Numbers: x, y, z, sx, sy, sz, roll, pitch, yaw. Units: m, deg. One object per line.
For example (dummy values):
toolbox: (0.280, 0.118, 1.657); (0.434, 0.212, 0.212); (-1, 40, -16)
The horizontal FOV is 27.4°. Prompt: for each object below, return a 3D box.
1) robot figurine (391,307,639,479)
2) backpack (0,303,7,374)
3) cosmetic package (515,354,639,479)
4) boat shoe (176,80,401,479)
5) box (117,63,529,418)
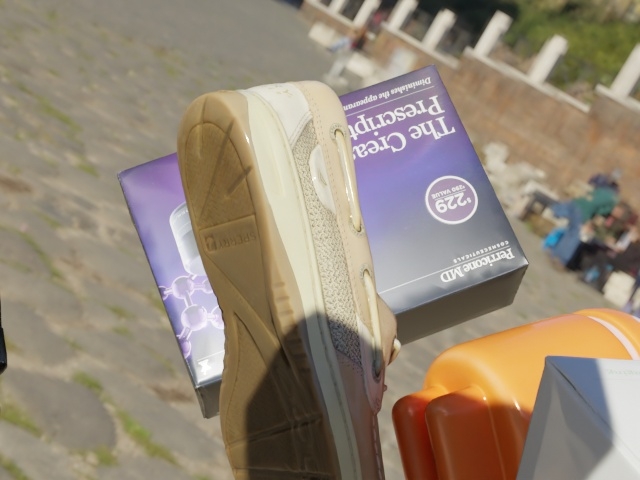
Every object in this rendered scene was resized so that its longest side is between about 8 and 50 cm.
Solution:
robot figurine: (0.156, 0.117, 0.900); (0.219, 0.158, 0.128); (-13, 52, -27)
backpack: (-0.314, 0.096, 0.744); (0.213, 0.263, 0.277); (21, 56, -63)
cosmetic package: (0.185, 0.254, 0.661); (0.197, 0.366, 0.155); (5, 19, -17)
boat shoe: (0.003, 0.066, 0.844); (0.110, 0.341, 0.121); (-15, 8, -37)
box: (0.000, 0.000, 1.008); (0.103, 0.261, 0.184); (94, -25, -71)
